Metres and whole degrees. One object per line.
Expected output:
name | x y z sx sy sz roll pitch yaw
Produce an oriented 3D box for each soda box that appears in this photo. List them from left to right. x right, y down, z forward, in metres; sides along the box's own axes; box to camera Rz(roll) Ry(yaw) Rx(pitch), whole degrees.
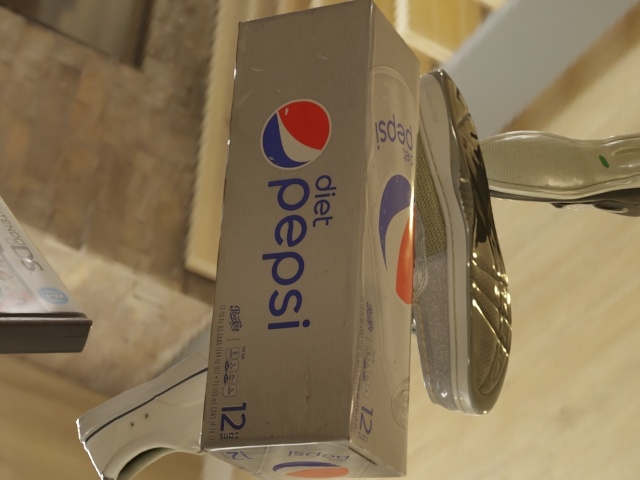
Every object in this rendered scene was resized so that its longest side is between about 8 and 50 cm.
soda box | 0.000 0.000 0.917 0.098 0.091 0.286 -7 -114 23

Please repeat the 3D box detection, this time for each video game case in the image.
video game case | -0.354 0.007 1.194 0.248 0.275 0.035 47 -58 41

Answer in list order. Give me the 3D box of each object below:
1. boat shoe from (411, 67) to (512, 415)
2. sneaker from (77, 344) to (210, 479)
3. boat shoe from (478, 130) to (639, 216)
boat shoe | 0.090 0.003 1.252 0.103 0.118 0.320 -17 -120 18
sneaker | -0.126 0.175 1.548 0.258 0.094 0.091 -29 -107 12
boat shoe | 0.242 -0.056 1.454 0.079 0.233 0.084 114 -32 -48
